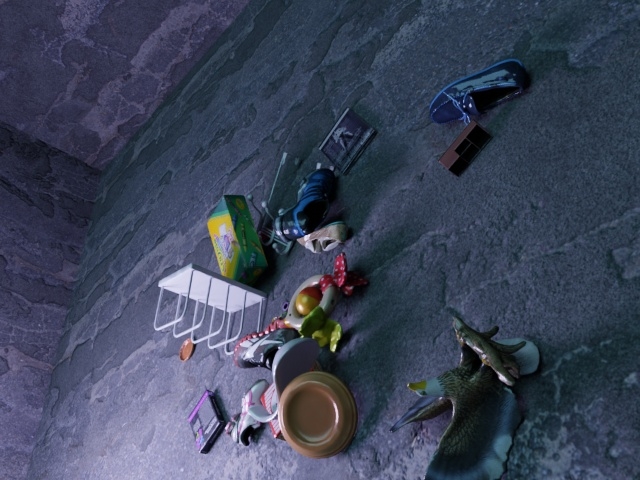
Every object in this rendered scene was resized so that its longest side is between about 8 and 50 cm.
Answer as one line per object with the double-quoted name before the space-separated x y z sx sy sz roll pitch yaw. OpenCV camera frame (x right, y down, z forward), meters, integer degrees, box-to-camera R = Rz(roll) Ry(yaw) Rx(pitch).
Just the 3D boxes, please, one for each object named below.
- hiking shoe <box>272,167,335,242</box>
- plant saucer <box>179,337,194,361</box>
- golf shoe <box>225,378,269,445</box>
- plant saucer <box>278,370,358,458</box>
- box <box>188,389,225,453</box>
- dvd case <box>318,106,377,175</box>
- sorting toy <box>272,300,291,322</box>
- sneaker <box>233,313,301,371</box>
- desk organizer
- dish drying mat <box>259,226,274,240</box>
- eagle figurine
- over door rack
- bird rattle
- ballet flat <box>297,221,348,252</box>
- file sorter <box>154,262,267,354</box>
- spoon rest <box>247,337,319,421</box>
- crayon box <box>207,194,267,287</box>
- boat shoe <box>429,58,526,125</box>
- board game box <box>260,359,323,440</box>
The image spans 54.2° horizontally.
"hiking shoe" -0.012 -0.104 1.825 0.132 0.113 0.304 -5 40 38
"plant saucer" -0.467 0.385 2.193 0.083 0.013 0.083 -34 41 36
"golf shoe" -0.182 0.470 1.710 0.086 0.067 0.186 29 92 33
"plant saucer" -0.012 0.404 1.450 0.200 0.037 0.200 -4 79 22
"box" -0.346 0.548 1.896 0.116 0.029 0.162 -56 32 9
"dvd case" 0.081 -0.315 1.967 0.164 0.018 0.221 -54 34 13
"sorting toy" -0.107 0.215 1.805 0.061 0.042 0.102 23 85 57
"sneaker" -0.154 0.315 1.743 0.276 0.097 0.135 -32 41 35
"desk organizer" 0.349 -0.221 1.509 0.130 0.047 0.050 -51 37 16
"dish drying mat" -0.179 -0.022 2.110 0.083 0.008 0.032 -24 49 41
"eagle figurine" 0.258 0.298 1.163 0.226 0.225 0.298 -41 -36 -59
"over door rack" -0.126 -0.138 2.023 0.239 0.108 0.324 26 88 53
"bird rattle" -0.007 0.150 1.621 0.207 0.143 0.254 -4 63 48
"ballet flat" 0.000 0.000 1.801 0.206 0.073 0.067 -20 65 50
"file sorter" -0.337 0.217 1.903 0.193 0.277 0.173 -26 49 42
"spoon rest" -0.087 0.349 1.541 0.084 0.137 0.276 46 120 33
"crayon box" -0.274 0.010 2.037 0.165 0.081 0.278 -51 52 45
"boat shoe" 0.372 -0.348 1.520 0.258 0.109 0.089 -29 48 42
"board game box" -0.066 0.394 1.614 0.193 0.045 0.147 -53 34 13
